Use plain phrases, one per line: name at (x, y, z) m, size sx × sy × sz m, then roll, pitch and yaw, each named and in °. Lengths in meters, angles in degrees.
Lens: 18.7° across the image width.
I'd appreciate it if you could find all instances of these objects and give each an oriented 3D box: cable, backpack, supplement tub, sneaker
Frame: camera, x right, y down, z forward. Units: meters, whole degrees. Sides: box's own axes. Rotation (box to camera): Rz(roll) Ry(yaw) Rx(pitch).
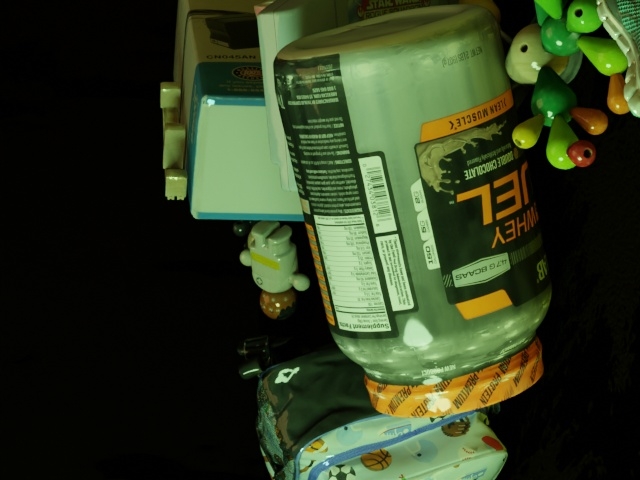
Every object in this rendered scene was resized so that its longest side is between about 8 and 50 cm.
cable at (0.168, -0.158, 1.789) m, size 0.287 × 0.072 × 0.140 m, roll -131°, pitch 45°, yaw -77°
backpack at (0.061, 0.192, 1.950) m, size 0.263 × 0.276 × 0.213 m, roll 105°, pitch 151°, yaw -69°
supplement tub at (0.088, -0.027, 1.727) m, size 0.207 × 0.207 × 0.338 m, roll -127°, pitch 23°, yaw -76°
sneaker at (0.247, -0.155, 1.374) m, size 0.166 × 0.065 × 0.076 m, roll -101°, pitch 31°, yaw -42°

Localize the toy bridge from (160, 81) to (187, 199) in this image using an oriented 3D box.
toy bridge at (-0.173, -0.110, 2.282) m, size 0.188 × 0.026 × 0.063 m, roll -98°, pitch 11°, yaw -49°

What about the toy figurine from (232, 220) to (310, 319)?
toy figurine at (0.000, 0.000, 2.442) m, size 0.209 × 0.213 × 0.148 m, roll -105°, pitch 9°, yaw -53°

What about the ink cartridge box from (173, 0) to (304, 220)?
ink cartridge box at (-0.026, -0.185, 2.361) m, size 0.395 × 0.285 × 0.166 m, roll -105°, pitch 18°, yaw -60°

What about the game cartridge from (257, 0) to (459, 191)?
game cartridge at (0.059, -0.167, 1.891) m, size 0.062 × 0.297 × 0.198 m, roll 8°, pitch 106°, yaw 40°

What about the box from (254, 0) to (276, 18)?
box at (0.048, -0.163, 2.016) m, size 0.126 × 0.148 × 0.232 m, roll 4°, pitch 118°, yaw 44°

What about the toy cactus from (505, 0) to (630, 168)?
toy cactus at (0.182, -0.157, 1.579) m, size 0.180 × 0.112 × 0.219 m, roll 143°, pitch 117°, yaw -77°
